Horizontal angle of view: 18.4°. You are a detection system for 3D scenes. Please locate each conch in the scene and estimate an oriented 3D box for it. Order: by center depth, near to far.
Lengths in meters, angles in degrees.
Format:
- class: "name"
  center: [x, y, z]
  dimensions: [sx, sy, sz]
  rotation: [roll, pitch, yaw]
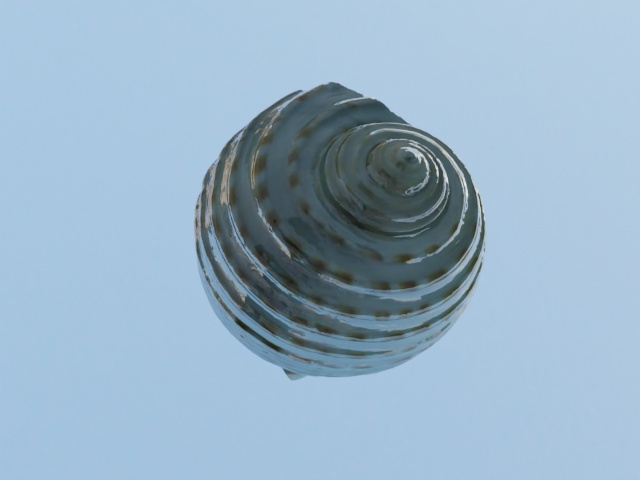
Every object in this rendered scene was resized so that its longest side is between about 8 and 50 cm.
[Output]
- class: "conch"
  center: [-0.003, 0.000, 0.862]
  dimensions: [0.153, 0.102, 0.135]
  rotation: [-40, -109, 31]
